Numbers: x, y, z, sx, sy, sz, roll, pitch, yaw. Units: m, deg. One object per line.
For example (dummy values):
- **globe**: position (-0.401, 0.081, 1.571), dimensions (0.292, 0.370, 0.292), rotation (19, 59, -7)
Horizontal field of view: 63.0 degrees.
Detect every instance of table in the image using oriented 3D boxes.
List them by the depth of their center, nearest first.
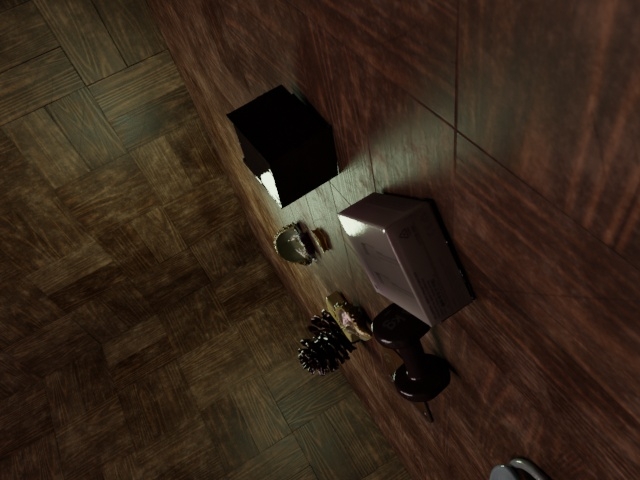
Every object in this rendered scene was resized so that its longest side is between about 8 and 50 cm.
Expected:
- **table**: position (-0.084, -0.225, 1.226), dimensions (0.193, 0.173, 0.169), rotation (49, 165, 30)

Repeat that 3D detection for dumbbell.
- **dumbbell**: position (0.216, 0.262, 1.234), dimensions (0.124, 0.140, 0.225), rotation (26, 146, 54)

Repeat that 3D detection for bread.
- **bread**: position (0.099, 0.306, 2.082), dimensions (0.188, 0.068, 0.125), rotation (53, 167, 29)

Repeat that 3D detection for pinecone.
- **pinecone**: position (0.020, 0.436, 2.198), dimensions (0.247, 0.292, 0.246), rotation (26, 141, 24)

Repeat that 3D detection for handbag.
- **handbag**: position (0.000, 0.000, 1.829), dimensions (0.061, 0.027, 0.083), rotation (50, 167, 40)

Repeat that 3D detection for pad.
- **pad**: position (0.280, 0.465, 1.816), dimensions (0.284, 0.018, 0.286), rotation (44, 160, 56)

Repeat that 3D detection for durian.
- **durian**: position (0.133, 0.288, 1.879), dimensions (0.224, 0.079, 0.140), rotation (30, 138, 49)
- **durian**: position (-0.112, 0.018, 2.216), dimensions (0.139, 0.144, 0.252), rotation (14, 132, 45)

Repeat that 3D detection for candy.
- **candy**: position (-0.054, 0.014, 2.084), dimensions (0.174, 0.043, 0.045), rotation (60, 168, -23)

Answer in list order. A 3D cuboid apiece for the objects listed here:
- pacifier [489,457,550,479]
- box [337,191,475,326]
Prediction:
- **pacifier**: position (0.397, 0.595, 1.082), dimensions (0.287, 0.226, 0.238), rotation (-155, 55, -70)
- **box**: position (0.153, 0.023, 0.990), dimensions (0.203, 0.106, 0.252), rotation (61, 171, -17)
